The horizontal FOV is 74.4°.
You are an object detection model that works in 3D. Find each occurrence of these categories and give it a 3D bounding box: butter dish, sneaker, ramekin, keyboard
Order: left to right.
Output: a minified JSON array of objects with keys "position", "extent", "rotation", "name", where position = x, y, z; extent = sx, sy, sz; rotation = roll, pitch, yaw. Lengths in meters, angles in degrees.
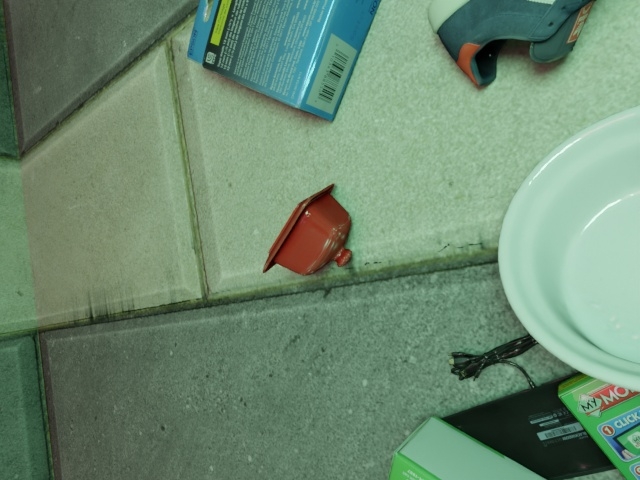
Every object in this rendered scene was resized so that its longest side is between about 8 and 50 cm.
[{"position":[0.000,0.000,0.720],"extent":[0.118,0.160,0.160],"rotation":[36,114,6],"name":"butter dish"},{"position":[0.298,0.211,0.563],"extent":[0.317,0.033,0.201],"rotation":[-35,77,31],"name":"keyboard"},{"position":[0.282,-0.296,0.462],"extent":[0.148,0.131,0.350],"rotation":[62,154,-4],"name":"sneaker"},{"position":[0.337,0.016,0.408],"extent":[0.277,0.135,0.277],"rotation":[-29,47,37],"name":"ramekin"}]

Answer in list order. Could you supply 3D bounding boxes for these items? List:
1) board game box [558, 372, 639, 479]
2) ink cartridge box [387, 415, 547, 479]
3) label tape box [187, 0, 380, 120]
[{"position":[0.451,0.166,0.415],"extent":[0.317,0.046,0.213],"rotation":[-42,72,25],"name":"board game box"},{"position":[0.189,0.433,0.576],"extent":[0.211,0.121,0.289],"rotation":[21,111,35],"name":"ink cartridge box"},{"position":[-0.083,-0.400,0.774],"extent":[0.348,0.115,0.249],"rotation":[34,110,33],"name":"label tape box"}]
